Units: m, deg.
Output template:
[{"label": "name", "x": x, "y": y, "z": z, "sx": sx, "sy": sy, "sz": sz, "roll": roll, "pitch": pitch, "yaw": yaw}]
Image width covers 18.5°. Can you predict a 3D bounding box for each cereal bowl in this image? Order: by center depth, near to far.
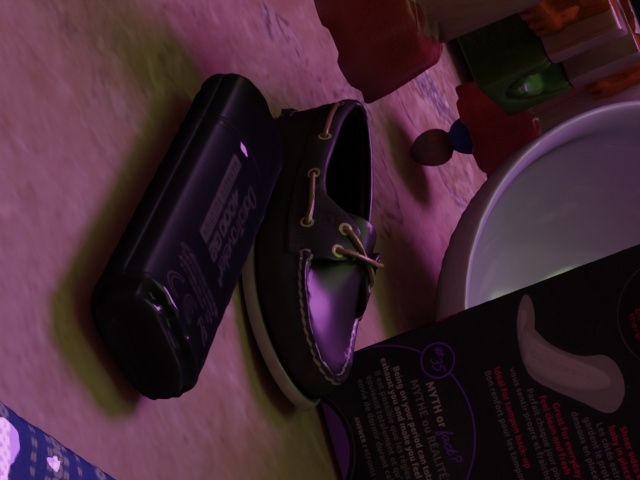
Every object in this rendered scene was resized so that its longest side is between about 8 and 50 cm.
[{"label": "cereal bowl", "x": 0.231, "y": 0.072, "z": 1.448, "sx": 0.339, "sy": 0.339, "sz": 0.141, "roll": 69, "pitch": -24, "yaw": 4}]

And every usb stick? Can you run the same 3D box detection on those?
[{"label": "usb stick", "x": -0.065, "y": -0.010, "z": 1.045, "sx": 0.278, "sy": 0.045, "sz": 0.077, "roll": -73, "pitch": 144, "yaw": -62}]

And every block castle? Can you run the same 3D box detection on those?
[{"label": "block castle", "x": 0.074, "y": -0.220, "z": 1.376, "sx": 0.303, "sy": 0.213, "sz": 0.453, "roll": 71, "pitch": 14, "yaw": 12}]

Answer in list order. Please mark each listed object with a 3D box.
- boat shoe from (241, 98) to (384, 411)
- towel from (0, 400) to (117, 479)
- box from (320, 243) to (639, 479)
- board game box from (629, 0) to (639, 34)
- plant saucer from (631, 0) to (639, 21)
[{"label": "boat shoe", "x": 0.000, "y": 0.000, "z": 1.173, "sx": 0.081, "sy": 0.069, "sz": 0.228, "roll": 51, "pitch": 25, "yaw": -40}, {"label": "towel", "x": -0.068, "y": 0.205, "z": 0.807, "sx": 0.336, "sy": 0.040, "sz": 0.243, "roll": 45, "pitch": 29, "yaw": -49}, {"label": "box", "x": 0.158, "y": 0.112, "z": 1.168, "sx": 0.143, "sy": 0.270, "sz": 0.165, "roll": 20, "pitch": 51, "yaw": -65}, {"label": "board game box", "x": 0.227, "y": -0.173, "z": 1.836, "sx": 0.275, "sy": 0.144, "sz": 0.142, "roll": 67, "pitch": 19, "yaw": 1}, {"label": "plant saucer", "x": 0.298, "y": -0.183, "z": 1.949, "sx": 0.044, "sy": 0.317, "sz": 0.317, "roll": -23, "pitch": 91, "yaw": -31}]
